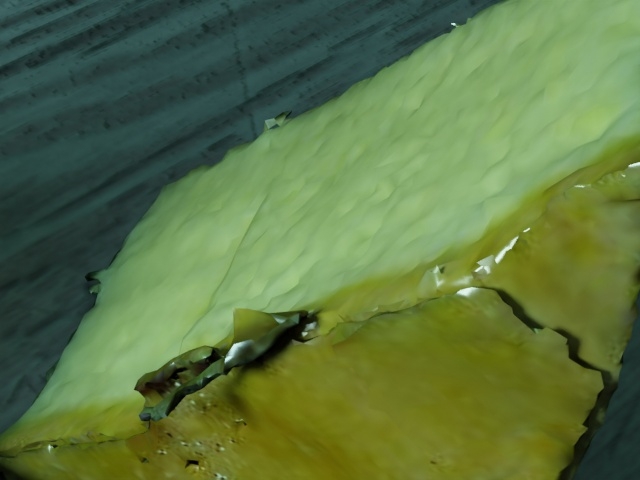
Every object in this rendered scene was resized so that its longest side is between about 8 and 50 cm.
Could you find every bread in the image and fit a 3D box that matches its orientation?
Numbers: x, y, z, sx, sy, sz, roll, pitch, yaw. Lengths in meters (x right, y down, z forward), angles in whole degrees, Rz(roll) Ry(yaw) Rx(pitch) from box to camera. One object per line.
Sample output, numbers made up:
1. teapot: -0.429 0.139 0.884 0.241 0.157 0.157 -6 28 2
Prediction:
1. bread: 0.000 0.000 0.671 0.279 0.315 0.248 16 43 13
